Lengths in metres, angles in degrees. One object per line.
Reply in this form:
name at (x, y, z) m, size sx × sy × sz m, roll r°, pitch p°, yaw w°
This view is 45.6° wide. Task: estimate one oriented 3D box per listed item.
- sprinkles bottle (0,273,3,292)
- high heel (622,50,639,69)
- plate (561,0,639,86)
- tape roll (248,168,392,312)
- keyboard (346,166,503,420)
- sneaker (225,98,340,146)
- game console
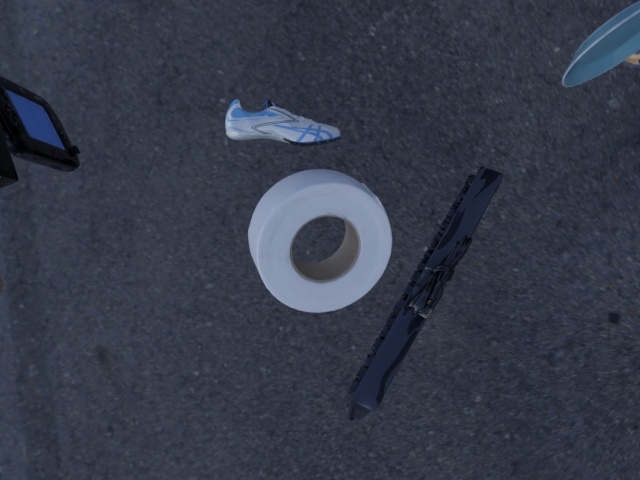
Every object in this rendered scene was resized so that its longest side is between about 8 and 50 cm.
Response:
sprinkles bottle at (-0.584, -0.017, 0.986) m, size 0.355 × 0.121 × 0.121 m, roll 37°, pitch 101°, yaw 7°
high heel at (0.568, -0.387, 1.212) m, size 0.186 × 0.093 × 0.261 m, roll 6°, pitch 66°, yaw 29°
plate at (0.399, -0.272, 1.015) m, size 0.188 × 0.188 × 0.024 m, roll -35°, pitch 77°, yaw 19°
tape roll at (0.000, 0.000, 1.556) m, size 0.286 × 0.286 × 0.100 m, roll -56°, pitch 25°, yaw 10°
keyboard at (0.066, 0.031, 0.496) m, size 0.023 × 0.108 × 0.180 m, roll 29°, pitch 71°, yaw 5°
sneaker at (-0.070, -0.232, 1.511) m, size 0.085 × 0.237 × 0.086 m, roll -160°, pitch 76°, yaw -72°
game console at (-0.352, -0.154, 0.825) m, size 0.044 × 0.361 × 0.213 m, roll -19°, pitch 88°, yaw 1°
